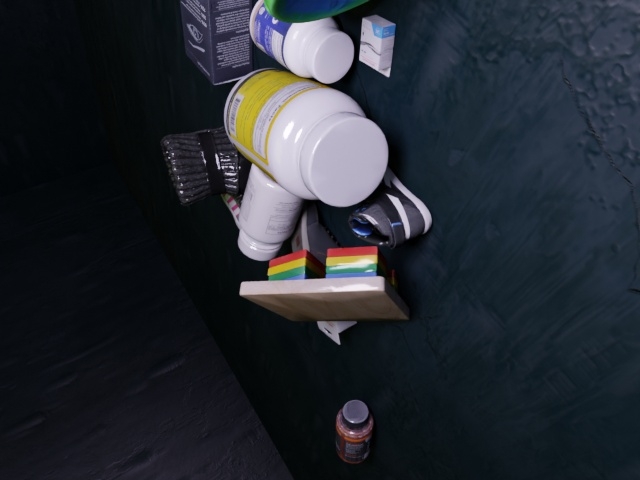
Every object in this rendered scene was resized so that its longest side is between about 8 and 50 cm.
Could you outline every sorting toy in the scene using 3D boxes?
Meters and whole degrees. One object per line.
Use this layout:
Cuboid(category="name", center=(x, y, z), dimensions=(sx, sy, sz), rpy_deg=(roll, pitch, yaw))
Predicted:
Cuboid(category="sorting toy", center=(0.021, 0.086, 0.957), dimensions=(0.257, 0.255, 0.089), rpy_deg=(45, -135, -63))

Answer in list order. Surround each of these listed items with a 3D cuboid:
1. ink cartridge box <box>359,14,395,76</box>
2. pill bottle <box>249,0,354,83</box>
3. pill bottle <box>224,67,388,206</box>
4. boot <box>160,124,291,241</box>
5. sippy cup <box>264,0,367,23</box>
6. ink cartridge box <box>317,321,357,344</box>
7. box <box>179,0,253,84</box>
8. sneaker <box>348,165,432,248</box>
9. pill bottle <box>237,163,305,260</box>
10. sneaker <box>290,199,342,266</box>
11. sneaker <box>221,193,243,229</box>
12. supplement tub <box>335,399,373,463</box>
Cuboid(category="ink cartridge box", center=(0.087, -0.297, 0.783), dimensions=(0.048, 0.028, 0.083), rpy_deg=(45, 148, 36))
Cuboid(category="pill bottle", center=(-0.030, -0.346, 0.867), dimensions=(0.186, 0.112, 0.112), rpy_deg=(45, 148, 35))
Cuboid(category="pill bottle", center=(-0.032, -0.184, 0.890), dimensions=(0.334, 0.187, 0.188), rpy_deg=(42, 147, 51))
Cuboid(category="boot", center=(-0.215, -0.123, 1.243), dimensions=(0.348, 0.260, 0.131), rpy_deg=(65, 155, 1))
Cuboid(category="sippy cup", center=(0.004, -0.419, 0.596), dimensions=(0.305, 0.240, 0.224), rpy_deg=(-18, 96, 41))
Cuboid(category="ink cartridge box", center=(0.030, 0.153, 1.249), dimensions=(0.104, 0.061, 0.181), rpy_deg=(29, 137, 51))
Cuboid(category="box", center=(-0.233, -0.485, 1.136), dimensions=(0.153, 0.108, 0.207), rpy_deg=(50, 151, 29))
Cuboid(category="sneaker", center=(0.081, -0.073, 0.884), dimensions=(0.217, 0.121, 0.079), rpy_deg=(46, 148, 34))
Cuboid(category="pill bottle", center=(-0.111, -0.068, 1.122), dimensions=(0.131, 0.131, 0.229), rpy_deg=(51, 138, 28))
Cuboid(category="sneaker", center=(0.000, 0.000, 1.165), dimensions=(0.083, 0.118, 0.222), rpy_deg=(131, 141, -54))
Cuboid(category="sneaker", center=(-0.207, -0.140, 1.386), dimensions=(0.295, 0.123, 0.178), rpy_deg=(47, 158, 36))
Cuboid(category="supplement tub", center=(0.094, 0.528, 1.407), dimensions=(0.106, 0.106, 0.198), rpy_deg=(43, 147, 38))
